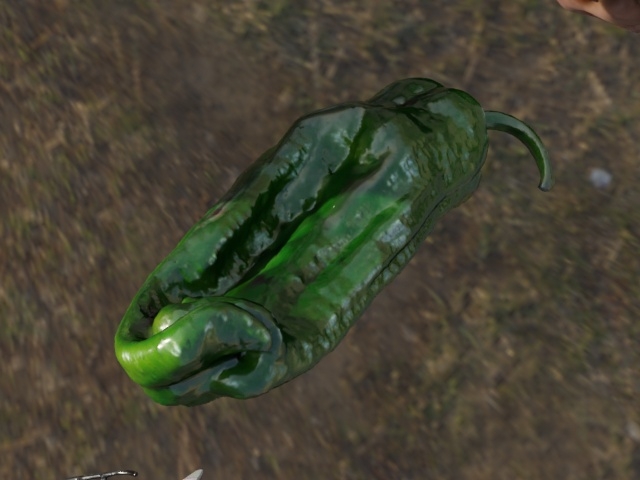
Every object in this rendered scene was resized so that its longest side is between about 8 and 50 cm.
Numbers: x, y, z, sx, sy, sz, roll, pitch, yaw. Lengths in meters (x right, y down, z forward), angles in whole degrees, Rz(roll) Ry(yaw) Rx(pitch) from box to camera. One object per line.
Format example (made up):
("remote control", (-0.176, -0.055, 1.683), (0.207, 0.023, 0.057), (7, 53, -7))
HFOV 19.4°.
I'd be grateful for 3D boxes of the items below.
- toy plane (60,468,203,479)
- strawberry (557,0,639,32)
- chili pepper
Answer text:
("toy plane", (-0.133, 0.194, 1.277), (0.197, 0.078, 0.053), (-9, 104, 17))
("strawberry", (0.140, -0.258, 1.092), (0.336, 0.265, 0.149), (43, 76, -18))
("chili pepper", (0.002, -0.004, 0.801), (0.257, 0.100, 0.074), (-45, 130, -42))
